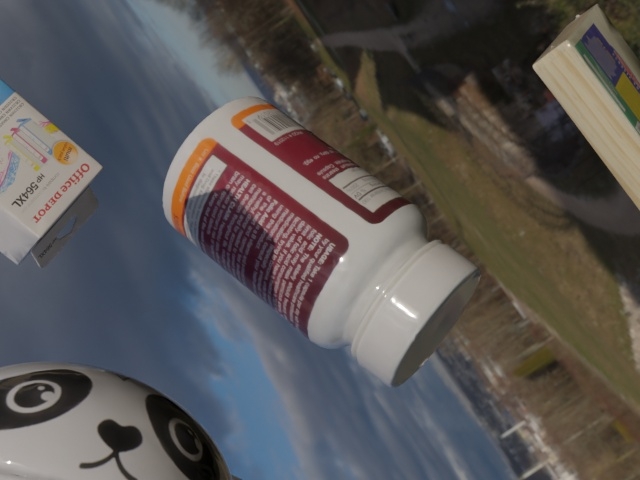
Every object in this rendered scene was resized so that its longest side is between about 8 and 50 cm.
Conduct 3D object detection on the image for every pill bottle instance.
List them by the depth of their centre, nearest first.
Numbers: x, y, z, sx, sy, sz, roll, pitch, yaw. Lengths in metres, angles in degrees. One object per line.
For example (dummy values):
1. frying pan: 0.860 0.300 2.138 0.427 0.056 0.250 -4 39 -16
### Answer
1. pill bottle: 0.000 0.000 1.093 0.392 0.224 0.224 38 176 20

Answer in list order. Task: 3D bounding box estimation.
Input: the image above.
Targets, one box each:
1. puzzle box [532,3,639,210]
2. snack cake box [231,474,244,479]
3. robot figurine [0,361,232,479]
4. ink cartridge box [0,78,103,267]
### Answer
1. puzzle box: 0.428 -0.102 1.038 0.409 0.052 0.272 53 -146 -4
2. snack cake box: -0.163 0.333 0.762 0.152 0.264 0.089 33 -175 -22
3. robot figurine: -0.132 0.190 0.354 0.209 0.173 0.278 58 -144 -53
4. ink cartridge box: -0.266 -0.055 0.714 0.143 0.092 0.090 41 148 -13
